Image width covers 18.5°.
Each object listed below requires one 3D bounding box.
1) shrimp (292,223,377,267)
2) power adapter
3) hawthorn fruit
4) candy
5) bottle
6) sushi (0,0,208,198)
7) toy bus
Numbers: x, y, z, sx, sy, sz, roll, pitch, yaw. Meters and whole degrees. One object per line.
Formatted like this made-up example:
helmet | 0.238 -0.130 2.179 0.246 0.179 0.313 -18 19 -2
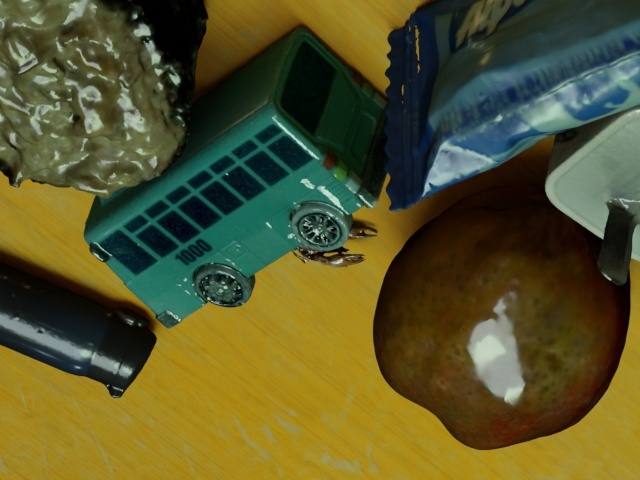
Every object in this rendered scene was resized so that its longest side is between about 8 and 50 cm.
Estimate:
shrimp | 0.002 0.003 1.683 0.092 0.038 0.029 3 178 15
power adapter | 0.242 -0.056 1.419 0.125 0.205 0.130 33 133 -16
hawthorn fruit | 0.164 0.042 1.571 0.208 0.208 0.248 28 120 -11
candy | 0.171 -0.142 1.374 0.331 0.187 0.077 -22 137 33
bottle | -0.273 0.065 1.814 0.244 0.082 0.072 25 -179 -6
sushi | -0.235 -0.190 1.465 0.211 0.171 0.350 -16 129 29
toy bus | -0.070 -0.048 1.590 0.256 0.128 0.147 -31 117 37
